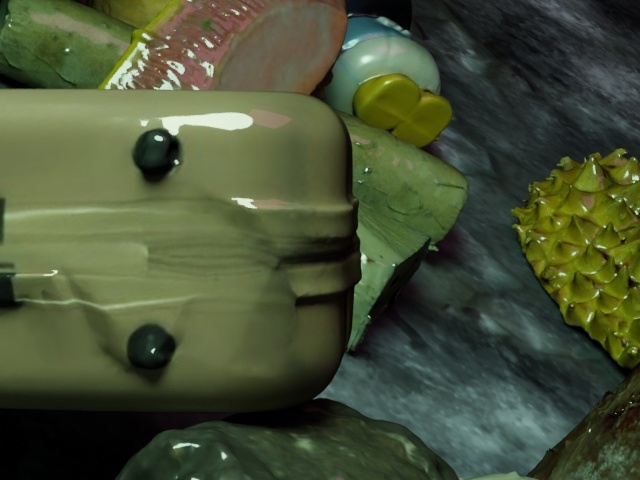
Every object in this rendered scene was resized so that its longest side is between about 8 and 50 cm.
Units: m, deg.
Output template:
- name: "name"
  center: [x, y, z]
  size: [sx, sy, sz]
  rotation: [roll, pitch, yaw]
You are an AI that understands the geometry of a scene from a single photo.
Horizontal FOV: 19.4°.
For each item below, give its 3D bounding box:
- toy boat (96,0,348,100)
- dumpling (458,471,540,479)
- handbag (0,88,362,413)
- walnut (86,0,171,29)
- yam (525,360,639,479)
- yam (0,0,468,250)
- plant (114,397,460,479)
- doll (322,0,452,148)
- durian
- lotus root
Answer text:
- name: "toy boat"
  center: [-0.061, -0.118, 1.275]
  size: [0.099, 0.141, 0.318]
  rotation: [4, 33, 40]
- name: "dumpling"
  center: [0.110, 0.201, 0.990]
  size: [0.155, 0.111, 0.181]
  rotation: [60, 30, -10]
- name: "handbag"
  center: [-0.123, -0.002, 0.911]
  size: [0.301, 0.149, 0.283]
  rotation: [-1, 5, 8]
- name: "walnut"
  center: [-0.088, -0.196, 1.443]
  size: [0.197, 0.165, 0.165]
  rotation: [-10, 46, -43]
- name: "yam"
  center: [0.229, 0.115, 1.089]
  size: [0.131, 0.280, 0.131]
  rotation: [30, 30, -20]
- name: "yam"
  center: [-0.064, -0.089, 1.364]
  size: [0.371, 0.083, 0.083]
  rotation: [23, 25, -19]
- name: "plant"
  center: [-0.035, 0.172, 0.750]
  size: [0.181, 0.194, 0.320]
  rotation: [30, 20, 8]
- name: "doll"
  center: [0.014, -0.206, 1.608]
  size: [0.177, 0.141, 0.314]
  rotation: [25, 27, -46]
- name: "durian"
  center: [0.264, 0.012, 1.514]
  size: [0.191, 0.112, 0.341]
  rotation: [26, 26, -17]
- name: "lotus root"
  center: [0.001, -0.002, 1.280]
  size: [0.144, 0.070, 0.143]
  rotation: [30, 23, -1]
